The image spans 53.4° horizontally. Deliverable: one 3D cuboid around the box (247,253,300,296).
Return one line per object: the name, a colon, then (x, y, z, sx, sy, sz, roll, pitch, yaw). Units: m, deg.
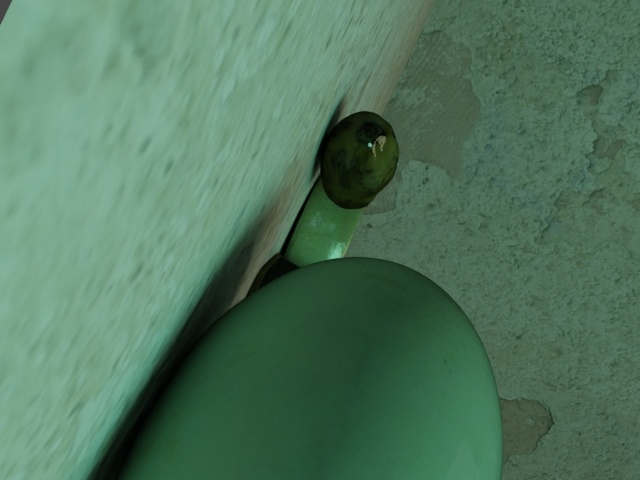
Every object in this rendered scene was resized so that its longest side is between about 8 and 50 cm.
box: (-0.059, 0.128, 0.731, 0.144, 0.090, 0.201, -58, 173, -82)

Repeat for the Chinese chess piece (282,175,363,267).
Chinese chess piece: (0.000, 0.000, 0.868, 0.188, 0.083, 0.189, 23, 90, -89)

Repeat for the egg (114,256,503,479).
egg: (-0.007, 0.156, 0.412, 0.371, 0.229, 0.230, -55, 172, -48)

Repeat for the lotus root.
lotus root: (0.040, -0.089, 0.699, 0.089, 0.080, 0.179, -50, 171, -13)
